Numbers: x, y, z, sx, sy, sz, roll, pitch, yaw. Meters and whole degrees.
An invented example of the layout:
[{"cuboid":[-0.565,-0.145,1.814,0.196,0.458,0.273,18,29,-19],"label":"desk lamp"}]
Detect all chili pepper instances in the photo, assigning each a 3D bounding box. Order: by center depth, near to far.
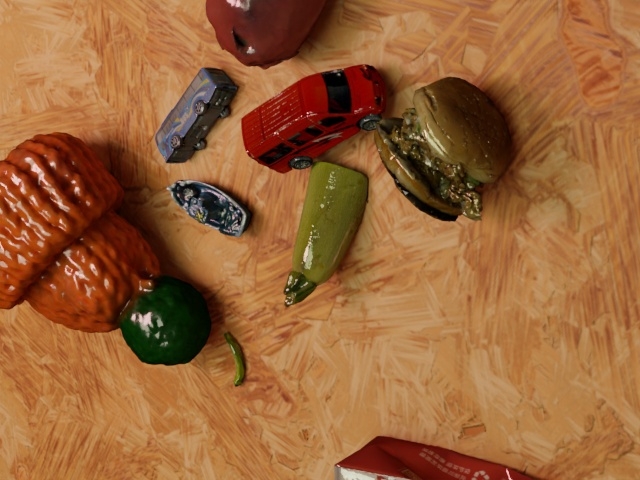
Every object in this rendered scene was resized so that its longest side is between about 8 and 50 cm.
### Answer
[{"cuboid":[-0.128,0.178,1.648,0.030,0.017,0.083,-1,102,35],"label":"chili pepper"}]

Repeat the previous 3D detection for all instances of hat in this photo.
[{"cuboid":[-0.342,0.033,1.666,0.400,0.285,0.285,38,123,-11],"label":"hat"}]

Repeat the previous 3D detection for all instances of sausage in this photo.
[{"cuboid":[-0.051,-0.350,1.395,0.152,0.152,0.280,34,119,22],"label":"sausage"}]

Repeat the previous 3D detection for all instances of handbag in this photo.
[{"cuboid":[0.168,0.366,1.422,0.298,0.151,0.171,6,99,28],"label":"handbag"}]

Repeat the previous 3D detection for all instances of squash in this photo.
[{"cuboid":[0.001,-0.001,1.489,0.090,0.075,0.200,19,90,9],"label":"squash"}]

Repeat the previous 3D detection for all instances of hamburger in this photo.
[{"cuboid":[0.154,-0.103,1.314,0.131,0.159,0.185,-36,62,31],"label":"hamburger"}]

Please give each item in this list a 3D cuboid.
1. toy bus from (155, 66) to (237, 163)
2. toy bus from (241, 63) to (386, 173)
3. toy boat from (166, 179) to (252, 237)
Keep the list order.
[{"cuboid":[-0.179,-0.177,1.580,0.153,0.051,0.061,-48,62,32],"label":"toy bus"},{"cuboid":[-0.008,-0.163,1.430,0.195,0.089,0.081,-27,61,34],"label":"toy bus"},{"cuboid":[-0.161,-0.049,1.589,0.137,0.061,0.060,32,117,24],"label":"toy boat"}]
